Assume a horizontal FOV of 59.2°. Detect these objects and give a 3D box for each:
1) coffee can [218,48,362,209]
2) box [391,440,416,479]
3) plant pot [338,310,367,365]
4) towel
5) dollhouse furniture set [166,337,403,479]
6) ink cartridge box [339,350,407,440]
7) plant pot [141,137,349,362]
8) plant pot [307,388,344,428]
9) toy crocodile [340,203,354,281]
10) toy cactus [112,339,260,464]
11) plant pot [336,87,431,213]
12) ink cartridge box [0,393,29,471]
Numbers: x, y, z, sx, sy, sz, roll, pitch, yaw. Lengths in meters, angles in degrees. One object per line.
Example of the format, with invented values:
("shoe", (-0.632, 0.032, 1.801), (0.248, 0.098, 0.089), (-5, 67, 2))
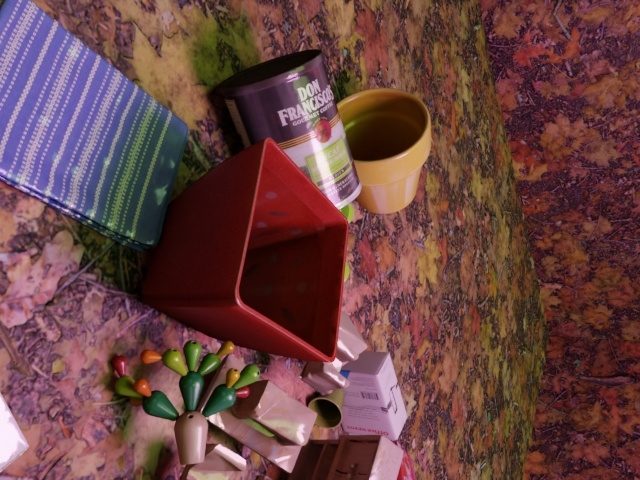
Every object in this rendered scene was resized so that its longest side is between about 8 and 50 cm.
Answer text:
("coffee can", (-0.052, -0.200, 1.088), (0.201, 0.201, 0.276), (-50, 129, -46))
("box", (0.174, 0.652, 1.395), (0.257, 0.122, 0.128), (-93, 157, -45))
("plant pot", (0.018, 0.206, 1.223), (0.109, 0.109, 0.096), (-36, 136, 2))
("towel", (-0.331, -0.153, 0.805), (0.336, 0.040, 0.244), (38, 57, -50))
("dollhouse furniture set", (-0.075, 0.381, 1.081), (0.394, 0.256, 0.362), (42, 51, -22))
("ink cartridge box", (0.111, 0.372, 1.364), (0.086, 0.148, 0.203), (-48, 128, -49))
("plant pot", (-0.126, 0.038, 0.916), (0.267, 0.235, 0.267), (42, 47, -47))
("plant pot", (0.021, 0.376, 1.301), (0.079, 0.083, 0.084), (-48, 129, -63))
("toy crocodile", (0.000, 0.000, 1.267), (0.115, 0.105, 0.341), (7, 88, -57))
("toy cactus", (-0.204, 0.245, 0.861), (0.218, 0.112, 0.181), (3, 70, -23))
("plant pot", (0.147, -0.201, 1.379), (0.239, 0.253, 0.254), (70, 34, -53))
("ink cartridge box", (-0.392, 0.193, 0.606), (0.056, 0.135, 0.099), (-41, 123, -51))
